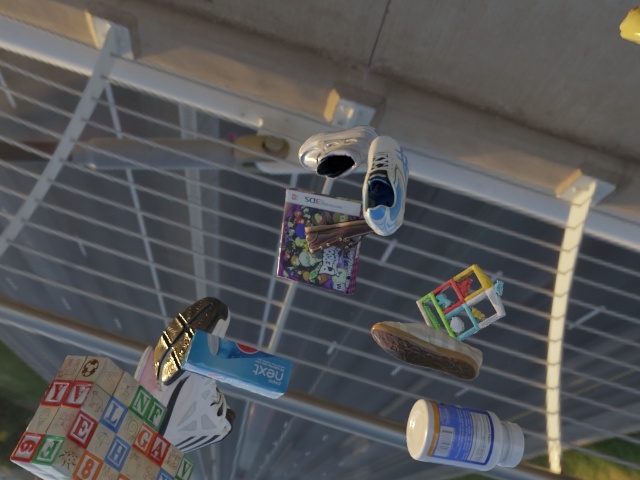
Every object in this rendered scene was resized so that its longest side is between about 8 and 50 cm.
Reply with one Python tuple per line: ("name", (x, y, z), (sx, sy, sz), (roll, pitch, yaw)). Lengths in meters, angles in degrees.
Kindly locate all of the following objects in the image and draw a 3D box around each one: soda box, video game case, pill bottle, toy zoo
("soda box", (-0.168, 0.252, 1.300), (0.210, 0.071, 0.067), (21, 151, -13))
("video game case", (0.000, 0.000, 1.600), (0.210, 0.232, 0.041), (14, -167, 26))
("pill bottle", (0.372, 0.504, 1.649), (0.271, 0.152, 0.152), (12, 155, -11))
("toy zoo", (0.477, 0.212, 2.123), (0.293, 0.192, 0.030), (-37, 152, 25))

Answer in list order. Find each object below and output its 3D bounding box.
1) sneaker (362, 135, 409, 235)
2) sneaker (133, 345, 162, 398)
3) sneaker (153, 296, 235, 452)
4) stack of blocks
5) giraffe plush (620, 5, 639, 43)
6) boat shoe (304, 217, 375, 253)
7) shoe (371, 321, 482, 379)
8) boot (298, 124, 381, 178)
("sneaker", (0.122, -0.120, 1.224), (0.085, 0.237, 0.086), (-8, 141, 16))
("sneaker", (-0.392, 0.315, 1.481), (0.070, 0.134, 0.051), (21, 159, -16))
("sneaker", (-0.307, 0.362, 1.675), (0.257, 0.448, 0.169), (26, -169, -38))
("stack of blocks", (-0.322, 0.334, 1.032), (0.087, 0.171, 0.297), (-3, 138, 27))
("giraffe plush", (0.542, -0.347, 0.907), (0.181, 0.171, 0.210), (33, -155, 31))
("boat shoe", (0.056, -0.010, 1.507), (0.206, 0.073, 0.073), (-9, 179, 37))
("shoe", (0.203, 0.201, 1.229), (0.219, 0.058, 0.077), (19, 135, 23))
("boot", (0.016, -0.195, 1.504), (0.258, 0.123, 0.095), (-12, 117, 47))
